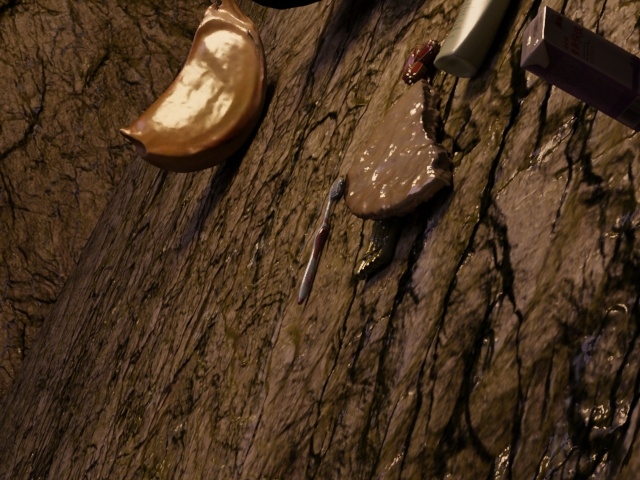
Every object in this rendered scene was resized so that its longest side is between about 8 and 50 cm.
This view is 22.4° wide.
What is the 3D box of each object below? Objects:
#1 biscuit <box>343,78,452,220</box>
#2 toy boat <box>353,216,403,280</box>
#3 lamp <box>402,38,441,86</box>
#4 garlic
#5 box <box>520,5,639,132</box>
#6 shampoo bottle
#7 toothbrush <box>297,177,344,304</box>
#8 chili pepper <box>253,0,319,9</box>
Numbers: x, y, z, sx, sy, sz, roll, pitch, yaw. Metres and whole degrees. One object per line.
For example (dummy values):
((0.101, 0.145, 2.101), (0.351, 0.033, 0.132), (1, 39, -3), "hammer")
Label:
((0.079, -0.084, 1.743), (0.133, 0.032, 0.250), (-39, 23, 19), "biscuit")
((0.069, -0.014, 1.740), (0.063, 0.016, 0.115), (-41, 25, 54), "toy boat")
((0.117, -0.205, 1.906), (0.063, 0.031, 0.083), (-61, 11, -3), "lamp")
((-0.172, -0.259, 2.663), (0.338, 0.196, 0.151), (-60, 30, -1), "garlic")
((0.215, -0.135, 1.274), (0.036, 0.117, 0.050), (-52, 15, 41), "box")
((0.187, -0.276, 1.754), (0.212, 0.049, 0.072), (-66, 11, -17), "shampoo bottle")
((0.000, 0.000, 1.953), (0.019, 0.013, 0.193), (-31, 33, 48), "toothbrush")
((-0.020, -0.474, 2.389), (0.257, 0.233, 0.248), (-34, -3, -17), "chili pepper")
